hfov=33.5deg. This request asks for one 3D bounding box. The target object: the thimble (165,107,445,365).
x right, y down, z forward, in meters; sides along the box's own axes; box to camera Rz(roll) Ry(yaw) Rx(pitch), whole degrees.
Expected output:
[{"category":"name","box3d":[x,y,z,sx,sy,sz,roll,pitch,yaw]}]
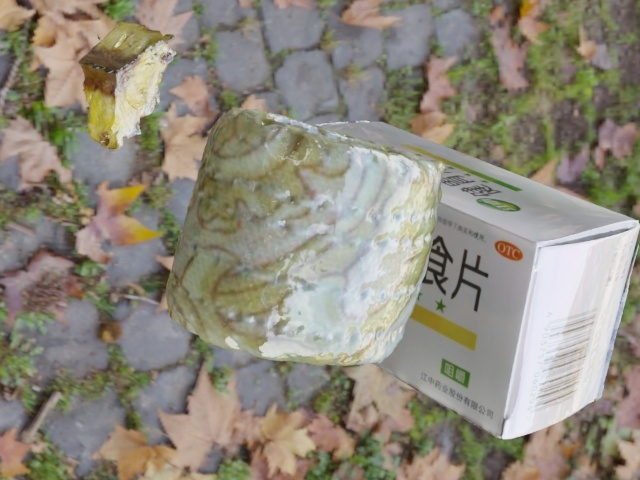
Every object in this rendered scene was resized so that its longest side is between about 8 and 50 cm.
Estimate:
[{"category":"thimble","box3d":[0.000,0.000,0.704,0.191,0.137,0.143,11,99,-34]}]

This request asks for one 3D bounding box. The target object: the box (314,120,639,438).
[{"category":"box","box3d":[0.098,0.017,0.956,0.145,0.333,0.173,-9,116,-41]}]

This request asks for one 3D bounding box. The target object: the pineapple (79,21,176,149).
[{"category":"pineapple","box3d":[-0.206,-0.163,1.105,0.116,0.069,0.137,18,88,-74]}]
